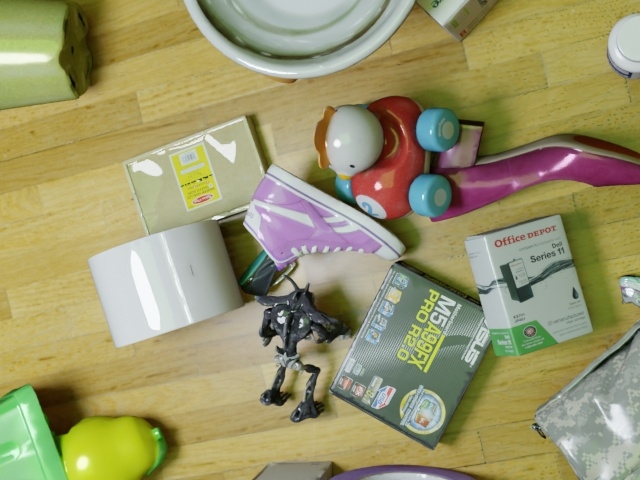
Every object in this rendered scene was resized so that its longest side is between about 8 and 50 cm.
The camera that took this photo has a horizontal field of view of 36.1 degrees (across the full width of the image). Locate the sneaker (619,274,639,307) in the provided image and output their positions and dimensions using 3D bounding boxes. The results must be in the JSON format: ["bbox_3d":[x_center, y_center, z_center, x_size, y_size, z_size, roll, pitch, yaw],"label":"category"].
[{"bbox_3d":[0.553,0.092,1.645,0.098,0.038,0.069,-2,95,25],"label":"sneaker"}]

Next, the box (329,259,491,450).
[{"bbox_3d":[0.169,0.201,1.743,0.216,0.060,0.270,29,100,12],"label":"box"}]

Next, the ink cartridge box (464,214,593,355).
[{"bbox_3d":[0.347,0.073,1.642,0.153,0.087,0.208,-16,89,-16],"label":"ink cartridge box"}]

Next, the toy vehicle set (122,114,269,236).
[{"bbox_3d":[-0.227,-0.113,1.844,0.267,0.035,0.165,-18,89,16],"label":"toy vehicle set"}]

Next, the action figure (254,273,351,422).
[{"bbox_3d":[-0.040,0.177,1.762,0.164,0.141,0.275,14,113,16],"label":"action figure"}]

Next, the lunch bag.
[{"bbox_3d":[0.526,0.284,1.571,0.305,0.212,0.256,-44,83,13],"label":"lunch bag"}]

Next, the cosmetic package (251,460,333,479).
[{"bbox_3d":[-0.042,0.564,1.779,0.129,0.153,0.296,-4,91,15],"label":"cosmetic package"}]

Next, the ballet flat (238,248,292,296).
[{"bbox_3d":[-0.071,0.019,1.799,0.074,0.074,0.203,35,96,11],"label":"ballet flat"}]

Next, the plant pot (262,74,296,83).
[{"bbox_3d":[-0.053,-0.385,1.708,0.205,0.205,0.188,37,117,10],"label":"plant pot"}]

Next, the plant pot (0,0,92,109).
[{"bbox_3d":[-0.572,-0.351,1.826,0.254,0.276,0.276,1,94,4],"label":"plant pot"}]

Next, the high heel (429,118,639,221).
[{"bbox_3d":[0.367,-0.091,1.654,0.377,0.127,0.181,12,108,19],"label":"high heel"}]

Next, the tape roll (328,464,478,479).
[{"bbox_3d":[0.143,0.459,1.655,0.275,0.275,0.090,0,93,15],"label":"tape roll"}]

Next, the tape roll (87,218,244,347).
[{"bbox_3d":[-0.276,0.076,1.763,0.246,0.246,0.169,-19,88,16],"label":"tape roll"}]

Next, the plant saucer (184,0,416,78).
[{"bbox_3d":[-0.023,-0.447,1.517,0.401,0.100,0.400,1,94,13],"label":"plant saucer"}]

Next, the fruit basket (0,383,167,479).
[{"bbox_3d":[-0.488,0.441,1.877,0.392,0.283,0.391,6,77,-24],"label":"fruit basket"}]

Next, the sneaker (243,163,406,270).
[{"bbox_3d":[0.000,0.000,1.725,0.282,0.102,0.161,28,89,-5],"label":"sneaker"}]

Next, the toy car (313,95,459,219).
[{"bbox_3d":[0.066,-0.141,1.620,0.219,0.238,0.210,12,99,47],"label":"toy car"}]

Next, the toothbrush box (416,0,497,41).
[{"bbox_3d":[0.158,-0.478,1.627,0.283,0.206,0.122,44,103,8],"label":"toothbrush box"}]

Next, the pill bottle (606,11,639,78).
[{"bbox_3d":[0.505,-0.311,1.561,0.094,0.169,0.094,1,94,15],"label":"pill bottle"}]
